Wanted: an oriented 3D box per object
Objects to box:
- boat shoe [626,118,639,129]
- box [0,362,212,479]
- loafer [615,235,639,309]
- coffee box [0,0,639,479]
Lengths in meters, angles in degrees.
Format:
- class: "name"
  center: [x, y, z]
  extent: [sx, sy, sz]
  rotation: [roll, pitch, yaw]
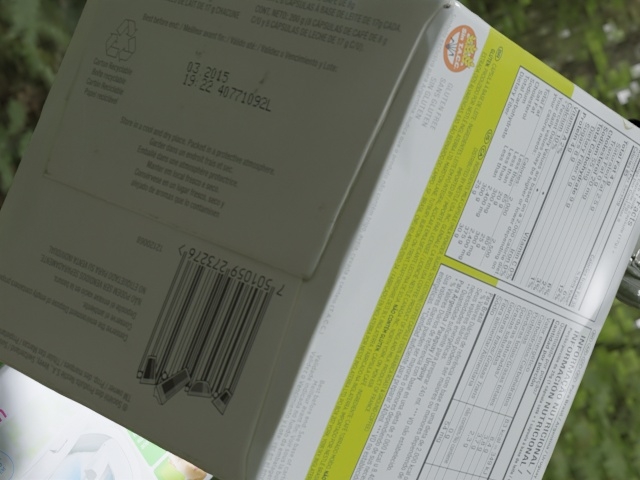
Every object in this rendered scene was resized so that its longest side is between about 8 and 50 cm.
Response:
- class: "boat shoe"
  center: [0.377, -0.082, 1.746]
  extent: [0.133, 0.049, 0.042]
  rotation: [50, -9, 28]
- class: "box"
  center: [-0.272, 0.217, 1.513]
  extent: [0.262, 0.126, 0.231]
  rotation: [-42, 107, -45]
- class: "loafer"
  center: [0.429, 0.017, 2.258]
  extent: [0.319, 0.111, 0.112]
  rotation: [21, 26, -28]
- class: "coffee box"
  center: [0.000, 0.000, 1.197]
  extent: [0.337, 0.338, 0.334]
  rotation: [22, 0, 40]
